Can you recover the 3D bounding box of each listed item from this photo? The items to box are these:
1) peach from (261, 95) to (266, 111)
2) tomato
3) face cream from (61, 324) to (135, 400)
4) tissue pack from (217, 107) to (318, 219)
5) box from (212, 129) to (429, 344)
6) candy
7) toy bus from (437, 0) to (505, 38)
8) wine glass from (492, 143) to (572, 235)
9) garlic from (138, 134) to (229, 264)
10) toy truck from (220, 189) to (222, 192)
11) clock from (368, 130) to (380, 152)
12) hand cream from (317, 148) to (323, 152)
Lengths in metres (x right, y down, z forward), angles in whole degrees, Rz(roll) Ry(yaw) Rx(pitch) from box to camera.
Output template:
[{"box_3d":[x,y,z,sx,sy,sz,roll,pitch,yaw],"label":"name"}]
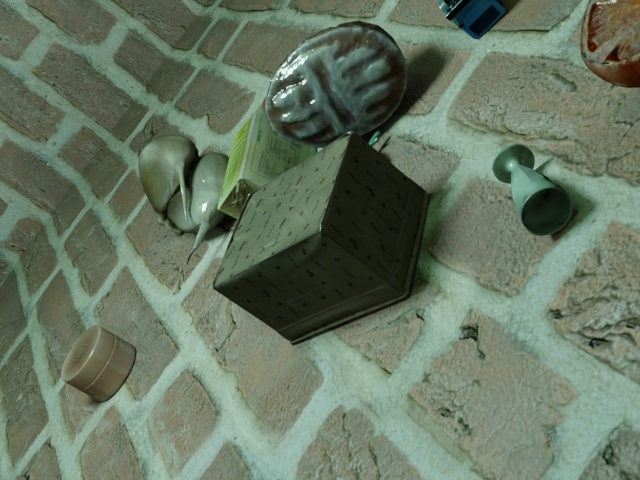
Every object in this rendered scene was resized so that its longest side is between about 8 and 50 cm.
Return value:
[{"box_3d":[-0.050,-0.273,2.036,0.152,0.152,0.152,-39,30,27],"label":"peach"},{"box_3d":[0.465,-0.296,1.241,0.237,0.095,0.236,-34,34,27],"label":"tomato"},{"box_3d":[-0.511,0.282,2.131,0.149,0.104,0.149,-39,30,27],"label":"face cream"},{"box_3d":[-0.103,-0.137,1.894,0.125,0.159,0.234,-47,25,39],"label":"tissue pack"},{"box_3d":[0.000,0.000,1.542,0.297,0.190,0.225,-26,36,43],"label":"box"},{"box_3d":[0.033,-0.305,1.809,0.290,0.214,0.157,-25,19,17],"label":"candy"},{"box_3d":[0.274,-0.471,1.751,0.090,0.106,0.184,-44,33,27],"label":"toy bus"},{"box_3d":[0.292,-0.074,1.286,0.073,0.073,0.155,-44,24,18],"label":"wine glass"},{"box_3d":[-0.327,-0.130,2.193,0.246,0.231,0.340,-50,21,2],"label":"garlic"},{"box_3d":[-0.172,-0.101,1.993,0.052,0.063,0.123,-57,26,-6],"label":"toy truck"},{"box_3d":[0.049,-0.119,1.743,0.159,0.066,0.210,-19,42,48],"label":"clock"},{"box_3d":[0.021,-0.216,1.929,0.078,0.050,0.204,-40,32,44],"label":"hand cream"}]
